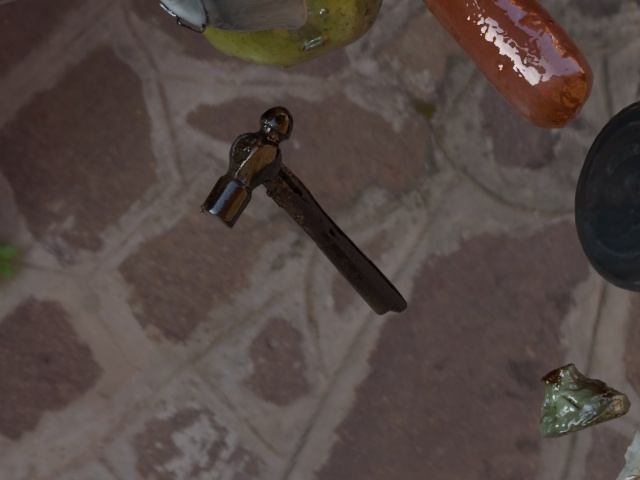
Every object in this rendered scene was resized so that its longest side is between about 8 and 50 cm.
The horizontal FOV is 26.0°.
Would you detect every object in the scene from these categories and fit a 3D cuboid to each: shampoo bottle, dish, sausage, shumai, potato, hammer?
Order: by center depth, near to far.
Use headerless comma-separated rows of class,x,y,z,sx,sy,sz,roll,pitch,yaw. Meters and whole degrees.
hammer,0.000,0.000,0.727,0.021,0.178,0.065,28,78,39
shampoo bottle,0.275,-0.004,0.766,0.101,0.283,0.101,-24,61,54
dish,-0.114,-0.244,1.192,0.229,0.229,0.081,38,78,25
sausage,0.228,-0.246,1.677,0.113,0.113,0.259,-37,74,0
potato,-0.040,-0.313,1.732,0.228,0.148,0.197,16,98,20
shumai,0.335,0.202,1.799,0.123,0.099,0.087,-21,77,19

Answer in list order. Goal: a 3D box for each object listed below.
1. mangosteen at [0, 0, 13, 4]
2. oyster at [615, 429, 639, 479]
mangosteen,-0.231,-0.296,0.799,0.307,0.347,0.307,15,49,-18
oyster,0.396,0.354,1.810,0.107,0.161,0.233,41,115,12
